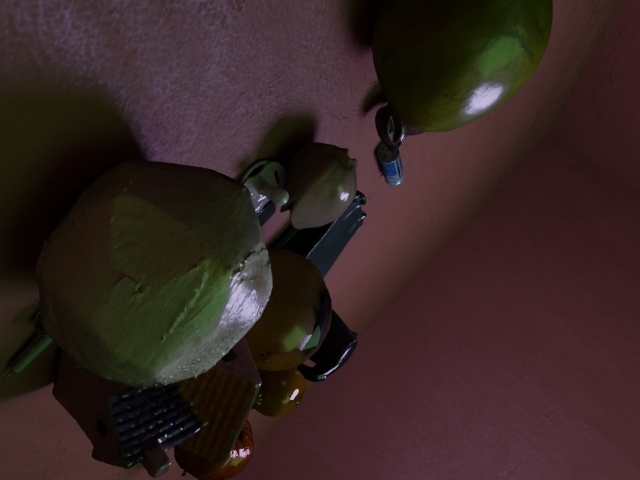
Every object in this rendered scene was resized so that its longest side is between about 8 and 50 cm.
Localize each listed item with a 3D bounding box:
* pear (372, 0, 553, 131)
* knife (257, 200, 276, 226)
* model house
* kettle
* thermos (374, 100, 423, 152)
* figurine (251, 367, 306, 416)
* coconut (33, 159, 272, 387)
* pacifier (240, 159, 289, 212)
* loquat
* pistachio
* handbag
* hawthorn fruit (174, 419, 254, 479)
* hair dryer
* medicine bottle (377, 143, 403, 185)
[{"bbox_3d":[0.204,-0.301,0.963,0.253,0.253,0.307,-42,176,-24],"label":"pear"},{"bbox_3d":[-0.160,0.015,1.127,0.245,0.019,0.072,-44,165,-24],"label":"knife"},{"bbox_3d":[-0.224,0.207,0.944,0.237,0.237,0.202,-10,135,-53],"label":"model house"},{"bbox_3d":[-0.031,0.224,1.562,0.202,0.232,0.144,-32,156,-45],"label":"kettle"},{"bbox_3d":[0.228,-0.306,1.256,0.330,0.109,0.136,-41,163,-25],"label":"thermos"},{"bbox_3d":[-0.152,0.279,1.375,0.215,0.228,0.215,-28,175,-2],"label":"figurine"},{"bbox_3d":[-0.177,0.025,0.723,0.247,0.245,0.245,-52,164,6],"label":"coconut"},{"bbox_3d":[-0.082,-0.081,1.009,0.099,0.078,0.081,-41,142,-24],"label":"pacifier"},{"bbox_3d":[-0.090,0.127,1.191,0.235,0.235,0.235,-44,164,-17],"label":"loquat"},{"bbox_3d":[-0.005,-0.092,1.103,0.152,0.126,0.223,-40,173,-13],"label":"pistachio"},{"bbox_3d":[0.001,0.002,1.421,0.260,0.079,0.247,-48,164,-6],"label":"handbag"},{"bbox_3d":[-0.296,0.541,1.668,0.243,0.207,0.207,-47,166,24],"label":"hawthorn fruit"},{"bbox_3d":[-0.368,0.135,0.827,0.124,0.038,0.063,-42,163,3],"label":"hair dryer"},{"bbox_3d":[0.166,-0.176,1.502,0.051,0.051,0.191,-49,165,-3],"label":"medicine bottle"}]
